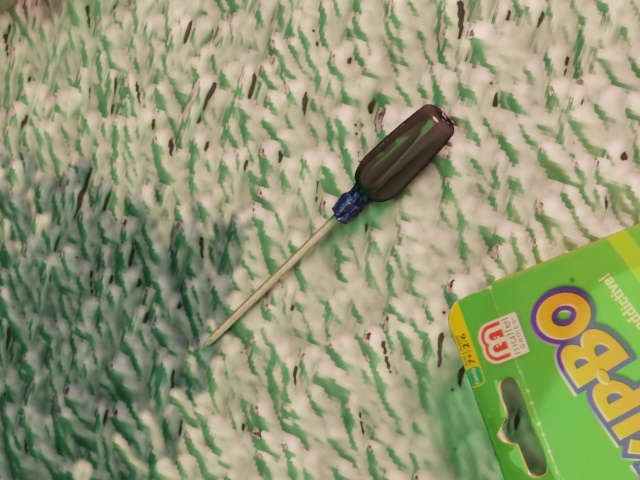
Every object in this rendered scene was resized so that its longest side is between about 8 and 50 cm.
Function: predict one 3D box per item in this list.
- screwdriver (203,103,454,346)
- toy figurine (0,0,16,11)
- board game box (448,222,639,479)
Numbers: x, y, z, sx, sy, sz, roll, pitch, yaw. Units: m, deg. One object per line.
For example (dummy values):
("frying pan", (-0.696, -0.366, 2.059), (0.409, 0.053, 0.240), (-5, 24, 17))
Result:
("screwdriver", (0.000, 0.000, 0.616), (0.170, 0.024, 0.025), (-47, 40, 19))
("toy figurine", (-0.178, -0.231, 0.617), (0.213, 0.209, 0.148), (-30, 58, 29))
("board game box", (0.184, 0.036, 0.512), (0.259, 0.039, 0.124), (-24, 76, 21))
